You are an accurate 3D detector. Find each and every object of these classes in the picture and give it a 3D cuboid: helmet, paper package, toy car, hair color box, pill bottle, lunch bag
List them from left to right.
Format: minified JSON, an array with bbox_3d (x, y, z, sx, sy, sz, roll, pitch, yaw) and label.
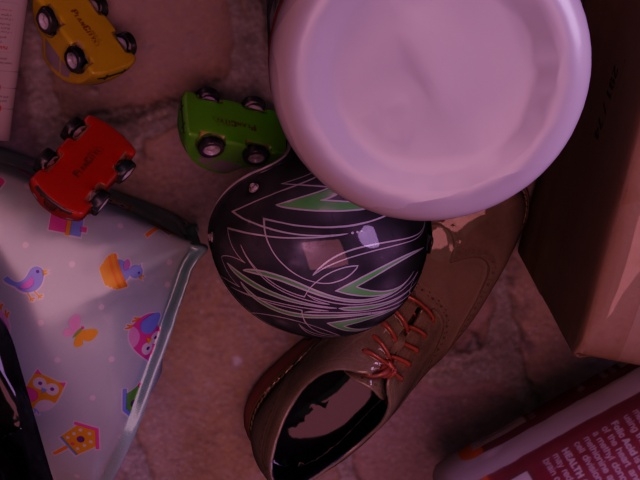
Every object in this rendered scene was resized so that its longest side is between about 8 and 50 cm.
[{"bbox_3d":[-0.286,-0.156,1.277,0.072,0.043,0.141,3,107,-29],"label":"hair color box"},{"bbox_3d":[-0.241,0.076,1.307,0.223,0.160,0.262,20,99,-12],"label":"lunch bag"},{"bbox_3d":[-0.135,-0.094,1.272,0.225,0.239,0.053,11,143,-25],"label":"toy car"},{"bbox_3d":[0.000,0.000,1.251,0.169,0.161,0.169,14,127,19],"label":"helmet"},{"bbox_3d":[0.065,-0.168,1.143,0.210,0.363,0.210,-1,111,-2],"label":"pill bottle"},{"bbox_3d":[0.317,0.203,1.344,0.392,0.224,0.224,-29,108,3],"label":"pill bottle"},{"bbox_3d":[0.292,-0.084,1.227,0.168,0.309,0.325,10,105,-4],"label":"paper package"}]

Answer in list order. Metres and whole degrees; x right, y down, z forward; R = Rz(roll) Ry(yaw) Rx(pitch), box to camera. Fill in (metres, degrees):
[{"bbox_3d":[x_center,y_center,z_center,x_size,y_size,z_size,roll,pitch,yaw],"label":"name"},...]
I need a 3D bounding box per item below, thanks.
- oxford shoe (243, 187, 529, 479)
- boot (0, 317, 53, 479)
[{"bbox_3d":[0.068,0.085,1.351,0.123,0.130,0.348,34,101,-14],"label":"oxford shoe"},{"bbox_3d":[-0.451,0.080,1.181,0.445,0.146,0.367,-4,124,34],"label":"boot"}]
